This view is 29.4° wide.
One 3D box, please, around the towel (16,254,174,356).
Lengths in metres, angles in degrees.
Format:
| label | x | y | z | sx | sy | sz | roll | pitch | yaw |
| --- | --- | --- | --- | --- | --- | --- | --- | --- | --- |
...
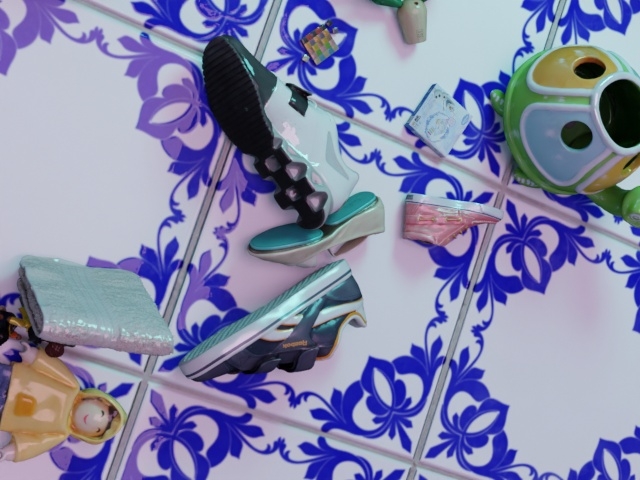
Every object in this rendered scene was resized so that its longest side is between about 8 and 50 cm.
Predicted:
| label | x | y | z | sx | sy | sz | roll | pitch | yaw |
| --- | --- | --- | --- | --- | --- | --- | --- | --- | --- |
| towel | -0.319 | 0.085 | 1.703 | 0.187 | 0.282 | 0.049 | 10 | 104 | -24 |

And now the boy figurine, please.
| label | x | y | z | sx | sy | sz | roll | pitch | yaw |
| --- | --- | --- | --- | --- | --- | --- | --- | --- | --- |
| boy figurine | -0.419 | 0.242 | 1.763 | 0.285 | 0.092 | 0.177 | 20 | 81 | -20 |

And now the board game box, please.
| label | x | y | z | sx | sy | sz | roll | pitch | yaw |
| --- | --- | --- | --- | --- | --- | --- | --- | --- | --- |
| board game box | 0.200 | -0.202 | 2.063 | 0.090 | 0.020 | 0.090 | 39 | 76 | -19 |

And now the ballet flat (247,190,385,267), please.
| label | x | y | z | sx | sy | sz | roll | pitch | yaw |
| --- | --- | --- | --- | --- | --- | --- | --- | --- | --- |
| ballet flat | 0.000 | 0.000 | 1.953 | 0.248 | 0.086 | 0.086 | -23 | 100 | -23 |

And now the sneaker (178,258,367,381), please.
| label | x | y | z | sx | sy | sz | roll | pitch | yaw |
| --- | --- | --- | --- | --- | --- | --- | --- | --- | --- |
| sneaker | -0.060 | 0.156 | 1.899 | 0.321 | 0.126 | 0.127 | -30 | 97 | -22 |

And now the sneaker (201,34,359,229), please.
| label | x | y | z | sx | sy | sz | roll | pitch | yaw |
| --- | --- | --- | --- | --- | --- | --- | --- | --- | --- |
| sneaker | -0.058 | -0.189 | 1.910 | 0.146 | 0.122 | 0.330 | -41 | 105 | -37 |

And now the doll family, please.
| label | x | y | z | sx | sy | sz | roll | pitch | yaw |
| --- | --- | --- | --- | --- | --- | --- | --- | --- | --- |
| doll family | -0.437 | 0.113 | 1.728 | 0.193 | 0.111 | 0.076 | 8 | 119 | -22 |

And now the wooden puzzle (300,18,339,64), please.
| label | x | y | z | sx | sy | sz | roll | pitch | yaw |
| --- | --- | --- | --- | --- | --- | --- | --- | --- | --- |
| wooden puzzle | -0.001 | -0.318 | 1.979 | 0.083 | 0.006 | 0.049 | -38 | 106 | -19 |

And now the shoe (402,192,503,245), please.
| label | x | y | z | sx | sy | sz | roll | pitch | yaw |
| --- | --- | --- | --- | --- | --- | --- | --- | --- | --- |
| shoe | 0.222 | -0.027 | 2.057 | 0.178 | 0.063 | 0.081 | 9 | 89 | -19 |

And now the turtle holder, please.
| label | x | y | z | sx | sy | sz | roll | pitch | yaw |
| --- | --- | --- | --- | --- | --- | --- | --- | --- | --- |
| turtle holder | 0.450 | -0.173 | 2.062 | 0.243 | 0.227 | 0.320 | -6 | 93 | -24 |

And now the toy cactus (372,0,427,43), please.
| label | x | y | z | sx | sy | sz | roll | pitch | yaw |
| --- | --- | --- | --- | --- | --- | --- | --- | --- | --- |
| toy cactus | 0.153 | -0.415 | 2.003 | 0.219 | 0.112 | 0.180 | -21 | 109 | -31 |
